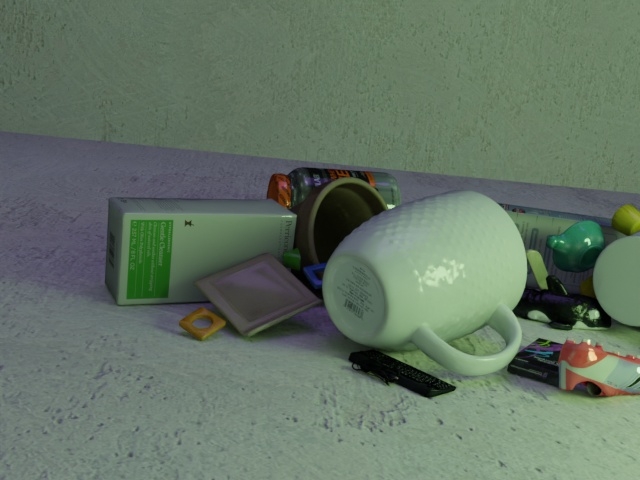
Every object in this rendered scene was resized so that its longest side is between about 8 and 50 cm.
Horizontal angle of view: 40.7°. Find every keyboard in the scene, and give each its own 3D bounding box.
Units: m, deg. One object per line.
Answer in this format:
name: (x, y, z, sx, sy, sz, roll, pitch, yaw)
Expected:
keyboard: (0.132, 0.215, 1.472, 0.100, 0.038, 0.192, -7, 18, -44)

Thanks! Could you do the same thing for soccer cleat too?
soccer cleat: (0.513, 0.236, 1.497, 0.248, 0.095, 0.083, 18, -8, -24)

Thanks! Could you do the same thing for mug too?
mug: (0.206, 0.097, 1.585, 0.328, 0.276, 0.374, -16, 51, -41)

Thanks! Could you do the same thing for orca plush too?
orca plush: (0.494, 0.118, 1.898, 0.287, 0.102, 0.151, 14, 16, 32)

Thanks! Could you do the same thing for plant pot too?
plant pot: (0.000, 0.000, 1.937, 0.263, 0.262, 0.229, -6, 1, -42)

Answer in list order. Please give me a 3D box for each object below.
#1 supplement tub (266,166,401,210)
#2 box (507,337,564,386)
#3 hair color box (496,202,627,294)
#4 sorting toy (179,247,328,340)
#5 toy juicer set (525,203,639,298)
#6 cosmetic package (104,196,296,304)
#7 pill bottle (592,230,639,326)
supplement tub: (0.032, -0.092, 2.350, 0.338, 0.207, 0.207, 2, 14, -16)
box: (0.427, 0.223, 1.586, 0.116, 0.029, 0.162, 14, 17, 30)
hair color box: (0.587, 0.025, 2.148, 0.375, 0.185, 0.113, 9, 14, 10)
sorting toy: (-0.124, 0.111, 1.673, 0.348, 0.047, 0.196, -22, 43, -33)
toy juicer set: (0.595, 0.048, 1.997, 0.329, 0.209, 0.089, -17, 36, -16)
cosmetic package: (-0.250, 0.017, 1.797, 0.366, 0.196, 0.155, -1, 16, -24)
pill bottle: (0.785, 0.078, 1.900, 0.392, 0.224, 0.224, -2, 16, -42)
